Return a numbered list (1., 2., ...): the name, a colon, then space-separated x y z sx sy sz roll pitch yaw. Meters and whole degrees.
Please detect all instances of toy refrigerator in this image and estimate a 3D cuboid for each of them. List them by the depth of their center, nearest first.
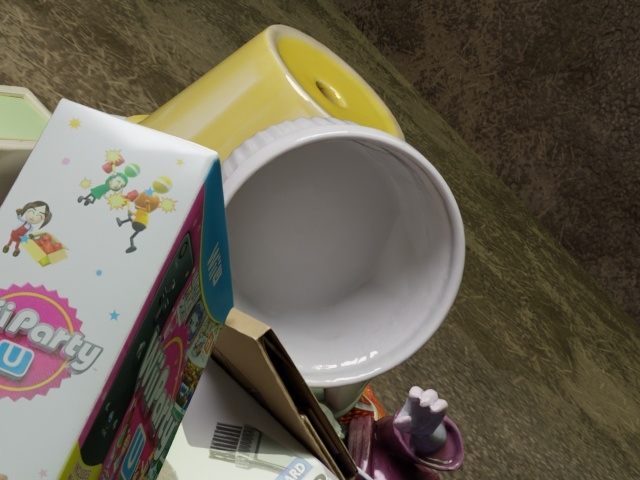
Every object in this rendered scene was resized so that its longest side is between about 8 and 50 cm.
1. toy refrigerator: -0.351 -0.094 1.282 0.102 0.094 0.269 46 19 16

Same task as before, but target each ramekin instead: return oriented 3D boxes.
1. ramekin: 0.000 0.000 1.048 0.207 0.207 0.109 32 10 -22

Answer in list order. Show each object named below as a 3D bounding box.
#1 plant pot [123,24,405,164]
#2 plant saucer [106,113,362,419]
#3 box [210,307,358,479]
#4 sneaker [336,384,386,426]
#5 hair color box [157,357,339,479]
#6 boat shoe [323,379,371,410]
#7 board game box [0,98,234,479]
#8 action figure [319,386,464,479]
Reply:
1. plant pot: -0.060 -0.051 1.195 0.254 0.239 0.254 37 22 -18
2. plant saucer: -0.131 0.047 1.347 0.400 0.100 0.400 37 22 -18
3. box: -0.071 0.092 0.994 0.201 0.021 0.164 23 -30 46
4. sneaker: 0.028 0.170 1.492 0.067 0.064 0.175 50 11 -45
5. hair color box: -0.098 0.201 0.933 0.339 0.110 0.185 41 55 9
6. boat shoe: 0.018 0.110 1.234 0.063 0.066 0.184 36 5 9
7. board game box: -0.151 0.110 0.741 0.097 0.303 0.224 19 -23 7
8. action figure: 0.095 0.242 1.124 0.370 0.248 0.275 47 18 12
